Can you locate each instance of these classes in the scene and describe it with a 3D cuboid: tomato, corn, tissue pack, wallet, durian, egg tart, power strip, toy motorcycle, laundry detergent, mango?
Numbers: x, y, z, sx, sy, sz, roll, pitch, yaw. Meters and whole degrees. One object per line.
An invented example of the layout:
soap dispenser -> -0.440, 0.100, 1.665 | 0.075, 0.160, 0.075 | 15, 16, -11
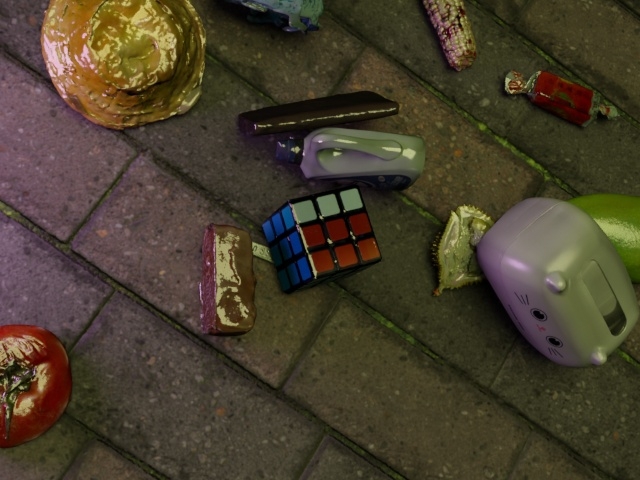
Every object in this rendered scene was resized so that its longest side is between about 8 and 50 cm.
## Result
tomato -> -0.555, 0.250, 1.513 | 0.227, 0.101, 0.228 | 4, 76, -17
corn -> 0.281, -0.520, 1.891 | 0.092, 0.092, 0.281 | -17, 85, -17
tissue pack -> 0.485, 0.090, 1.685 | 0.229, 0.236, 0.333 | -40, 118, -9
wallet -> -0.009, -0.258, 1.732 | 0.309, 0.165, 0.042 | -12, 109, -17
durian -> 0.300, 0.032, 1.786 | 0.146, 0.102, 0.208 | 30, 94, 0
egg tart -> -0.368, -0.382, 1.639 | 0.341, 0.129, 0.341 | -2, 94, -24
power strip -> -0.116, 0.025, 1.715 | 0.083, 0.017, 0.027 | 21, 73, -11
toy motorcycle -> -0.114, -0.514, 1.746 | 0.260, 0.206, 0.154 | 14, 115, -12
laundry detergent -> 0.052, -0.171, 1.695 | 0.280, 0.215, 0.105 | 8, 82, -10
mango -> 0.650, -0.008, 1.851 | 0.343, 0.156, 0.192 | 8, 68, -9

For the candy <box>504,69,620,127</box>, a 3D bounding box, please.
candy -> 0.552, -0.326, 1.939 | 0.292, 0.059, 0.086 | 19, 71, -11

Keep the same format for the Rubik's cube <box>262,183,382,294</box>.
Rubik's cube -> 0.000, 0.000, 1.665 | 0.163, 0.162, 0.161 | -15, 82, -24

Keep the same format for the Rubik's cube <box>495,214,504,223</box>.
Rubik's cube -> 0.417, -0.007, 1.821 | 0.111, 0.093, 0.111 | 2, 79, -12

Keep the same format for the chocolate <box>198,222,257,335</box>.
chocolate -> -0.175, 0.075, 1.624 | 0.093, 0.148, 0.214 | 4, 80, -19
